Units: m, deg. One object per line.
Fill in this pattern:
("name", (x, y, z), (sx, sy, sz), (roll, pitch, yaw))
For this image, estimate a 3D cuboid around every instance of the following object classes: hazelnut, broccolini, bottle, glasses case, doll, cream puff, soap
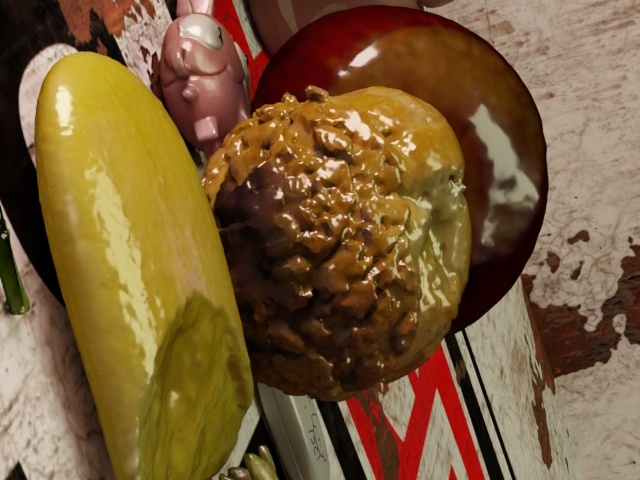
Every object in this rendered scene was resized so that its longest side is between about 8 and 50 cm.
("hazelnut", (0.100, -0.086, 1.984), (0.402, 0.402, 0.429), (-10, 81, -74))
("broccolini", (-0.273, -0.054, 1.281), (0.054, 0.051, 0.239), (-79, 153, -76))
("bottle", (0.049, -0.373, 2.215), (0.206, 0.297, 0.173), (49, 31, -62))
("glasses case", (-0.032, 0.209, 1.852), (0.076, 0.049, 0.197), (-47, 121, -72))
("doll", (-0.126, -0.177, 1.805), (0.262, 0.093, 0.211), (44, 36, -69))
("cream puff", (0.000, 0.000, 1.662), (0.327, 0.343, 0.231), (46, 24, 28))
("soap", (-0.158, 0.030, 1.466), (0.306, 0.115, 0.427), (-20, 94, -71))

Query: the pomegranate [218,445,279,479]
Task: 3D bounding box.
("pomegranate", (-0.006, 0.351, 1.573), (0.302, 0.236, 0.236), (44, 15, 5))
